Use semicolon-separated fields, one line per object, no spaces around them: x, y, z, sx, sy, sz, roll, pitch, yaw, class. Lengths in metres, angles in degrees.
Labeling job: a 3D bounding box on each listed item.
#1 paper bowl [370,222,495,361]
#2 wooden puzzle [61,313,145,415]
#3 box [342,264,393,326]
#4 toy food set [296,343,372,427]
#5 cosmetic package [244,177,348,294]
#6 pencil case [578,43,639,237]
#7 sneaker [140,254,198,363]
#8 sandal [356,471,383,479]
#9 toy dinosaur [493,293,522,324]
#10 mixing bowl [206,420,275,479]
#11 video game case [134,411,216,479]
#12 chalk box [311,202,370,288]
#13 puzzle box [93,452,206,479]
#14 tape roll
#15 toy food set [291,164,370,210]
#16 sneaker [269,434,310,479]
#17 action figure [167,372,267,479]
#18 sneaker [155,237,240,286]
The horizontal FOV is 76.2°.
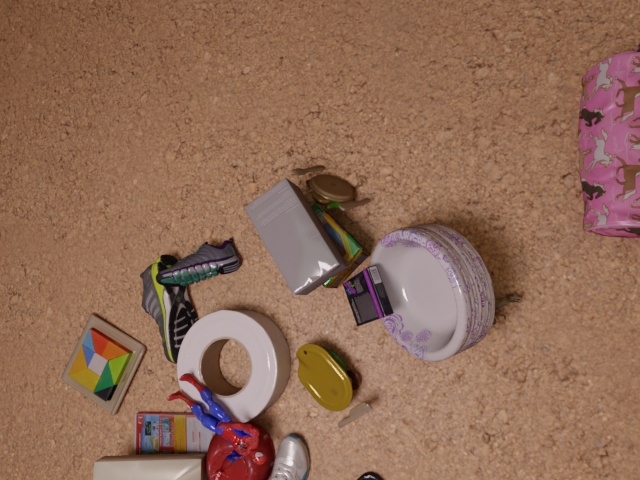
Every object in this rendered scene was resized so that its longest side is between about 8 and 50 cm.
0.247;0.103;0.886;0.148;0.284;0.284;-12;74;-30;paper bowl
-0.653;0.365;1.212;0.238;0.044;0.221;25;90;19;wooden puzzle
0.108;0.135;0.968;0.029;0.162;0.116;-13;76;-23;box
0.033;0.340;1.006;0.218;0.071;0.128;46;120;19;toy food set
-0.054;-0.006;0.922;0.127;0.107;0.238;-32;77;10;cosmetic package
0.644;-0.191;0.852;0.160;0.167;0.386;7;83;-15;pencil case
-0.432;0.197;1.153;0.121;0.111;0.300;-23;74;29;sneaker
0.052;0.652;0.955;0.097;0.054;0.254;36;93;18;sandal
0.363;0.145;0.949;0.183;0.053;0.093;9;68;21;toy dinosaur
-0.209;0.550;1.009;0.181;0.098;0.181;-1;81;5;mixing bowl
-0.382;0.577;1.111;0.285;0.025;0.204;-6;81;15;video game case
0.000;0.000;1.025;0.132;0.132;0.213;-46;74;6;chalk box
-0.423;0.747;0.997;0.272;0.052;0.409;-1;79;0;puzzle box
-0.226;0.323;1.063;0.286;0.100;0.286;-2;82;16;tape roll
0.024;-0.127;1.051;0.192;0.132;0.038;41;129;28;toy food set
-0.087;0.593;0.986;0.087;0.092;0.229;8;83;19;sneaker
-0.247;0.428;0.934;0.280;0.139;0.091;31;93;15;action figure
-0.339;0.058;1.123;0.223;0.083;0.098;-13;64;-19;sneaker
